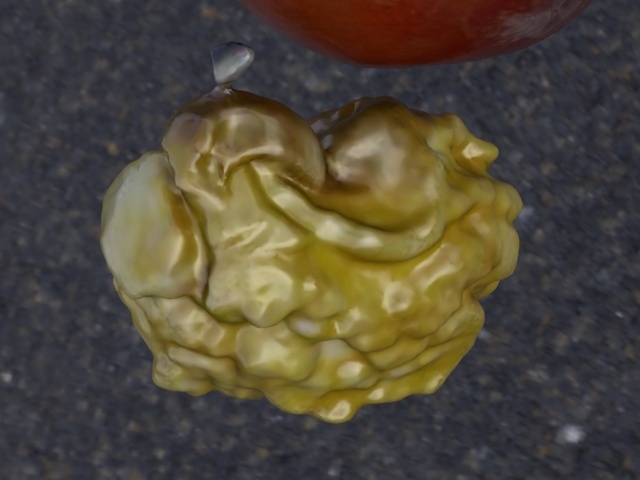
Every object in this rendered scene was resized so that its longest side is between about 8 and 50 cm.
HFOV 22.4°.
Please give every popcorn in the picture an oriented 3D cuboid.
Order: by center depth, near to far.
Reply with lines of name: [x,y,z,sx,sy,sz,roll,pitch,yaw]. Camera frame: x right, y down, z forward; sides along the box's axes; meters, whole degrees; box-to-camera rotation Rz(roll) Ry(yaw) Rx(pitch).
popcorn: [-0.011,0.010,0.735,0.163,0.194,0.140,-41,58,38]

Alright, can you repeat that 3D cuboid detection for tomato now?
tomato: [0.074,-0.149,0.694,0.228,0.199,0.112,-35,73,-14]
